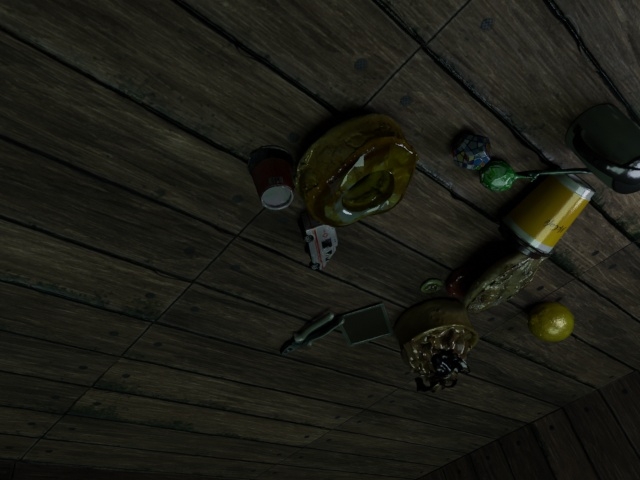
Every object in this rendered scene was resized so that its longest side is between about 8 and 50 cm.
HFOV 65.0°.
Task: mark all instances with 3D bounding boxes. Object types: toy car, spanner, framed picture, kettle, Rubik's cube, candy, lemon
[{"bbox_3d":[0.000,0.000,1.542,0.108,0.089,0.209,-16,136,-6],"label":"toy car"},{"bbox_3d":[-0.045,0.371,1.969,0.325,0.040,0.096,-37,133,28],"label":"spanner"},{"bbox_3d":[0.180,0.341,2.021,0.197,0.014,0.252,-18,138,5],"label":"framed picture"},{"bbox_3d":[0.788,-0.246,1.378,0.222,0.236,0.161,6,135,-21],"label":"kettle"},{"bbox_3d":[0.417,-0.245,1.384,0.111,0.111,0.093,-20,163,7],"label":"Rubik's cube"},{"bbox_3d":[0.630,-0.193,1.466,0.324,0.097,0.097,-2,138,4],"label":"candy"},{"bbox_3d":[0.970,0.344,2.128,0.207,0.173,0.173,9,134,-13],"label":"lemon"}]

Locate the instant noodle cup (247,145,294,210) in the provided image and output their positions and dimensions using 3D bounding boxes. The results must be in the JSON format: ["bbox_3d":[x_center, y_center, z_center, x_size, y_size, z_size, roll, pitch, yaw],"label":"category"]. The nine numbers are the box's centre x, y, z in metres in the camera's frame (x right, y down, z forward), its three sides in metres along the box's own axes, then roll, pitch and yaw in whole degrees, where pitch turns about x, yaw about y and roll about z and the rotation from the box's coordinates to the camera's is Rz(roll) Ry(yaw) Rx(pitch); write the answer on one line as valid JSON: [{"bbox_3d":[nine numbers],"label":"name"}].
[{"bbox_3d":[-0.120,-0.155,1.300,0.127,0.135,0.127,-9,139,-7],"label":"instant noodle cup"}]

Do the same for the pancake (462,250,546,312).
[{"bbox_3d":[0.677,0.139,1.829,0.387,0.082,0.386,-22,149,-14],"label":"pancake"}]

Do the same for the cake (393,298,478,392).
[{"bbox_3d":[0.476,0.439,1.985,0.333,0.320,0.332,-7,139,-6],"label":"cake"}]

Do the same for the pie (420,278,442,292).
[{"bbox_3d":[0.420,0.174,1.899,0.084,0.021,0.084,-7,138,-7],"label":"pie"}]

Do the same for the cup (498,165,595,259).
[{"bbox_3d":[0.711,-0.085,1.583,0.197,0.196,0.279,16,123,-30],"label":"cup"}]

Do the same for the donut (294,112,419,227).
[{"bbox_3d":[0.103,-0.164,1.317,0.331,0.159,0.329,-19,149,-12],"label":"donut"}]

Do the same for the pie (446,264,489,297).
[{"bbox_3d":[0.562,0.157,1.899,0.183,0.049,0.182,-7,139,-6],"label":"pie"}]
